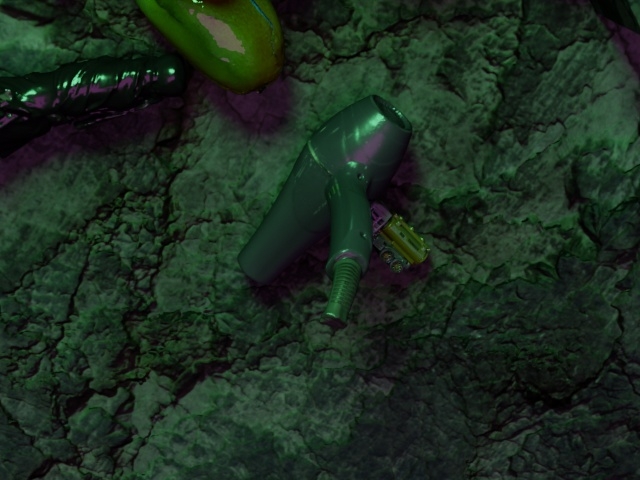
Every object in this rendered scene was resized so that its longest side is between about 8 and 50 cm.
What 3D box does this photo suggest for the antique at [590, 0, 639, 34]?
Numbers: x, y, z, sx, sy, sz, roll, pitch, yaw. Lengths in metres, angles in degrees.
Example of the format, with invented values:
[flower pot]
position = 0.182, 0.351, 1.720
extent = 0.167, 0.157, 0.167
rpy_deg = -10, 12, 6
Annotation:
[antique]
position = 0.383, -0.316, 1.146
extent = 0.086, 0.183, 0.088
rpy_deg = -32, 114, 8

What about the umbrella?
[umbrella]
position = -0.341, -0.167, 1.184
extent = 0.357, 0.113, 0.106
rpy_deg = -10, 92, -1

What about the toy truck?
[toy truck]
position = 0.094, -0.009, 1.327
extent = 0.063, 0.052, 0.123
rpy_deg = -42, 112, 8

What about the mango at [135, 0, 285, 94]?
[mango]
position = -0.136, -0.280, 1.155
extent = 0.233, 0.111, 0.125
rpy_deg = 46, 65, -3

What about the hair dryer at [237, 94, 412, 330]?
[hair dryer]
position = 0.000, 0.000, 1.160
extent = 0.121, 0.361, 0.301
rpy_deg = 34, 114, -18
